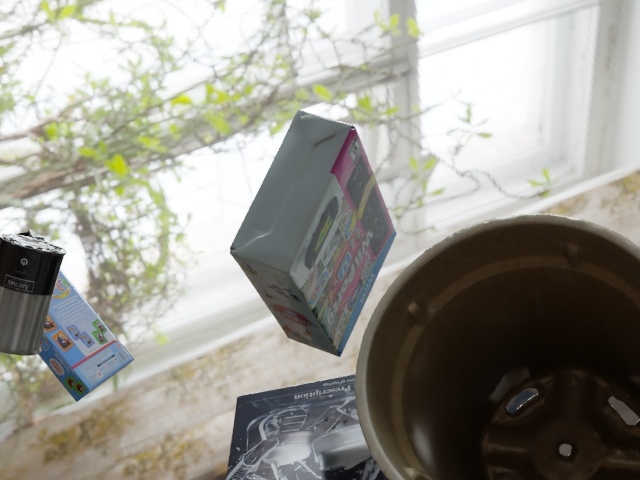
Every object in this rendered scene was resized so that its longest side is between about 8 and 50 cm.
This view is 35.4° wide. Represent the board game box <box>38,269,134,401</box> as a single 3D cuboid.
[{"bbox_3d":[-0.415,0.147,1.640,0.211,0.039,0.160,52,20,1],"label":"board game box"}]

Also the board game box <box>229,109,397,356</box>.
[{"bbox_3d":[0.000,0.000,1.393,0.097,0.224,0.303,18,-20,21],"label":"board game box"}]

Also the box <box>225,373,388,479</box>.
[{"bbox_3d":[0.048,0.356,1.486,0.312,0.343,0.179,-91,168,-63],"label":"box"}]

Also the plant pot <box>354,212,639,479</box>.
[{"bbox_3d":[0.243,0.190,1.085,0.334,0.334,0.305,61,5,36],"label":"plant pot"}]

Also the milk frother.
[{"bbox_3d":[-0.386,0.058,1.272,0.143,0.129,0.135,-11,119,-80],"label":"milk frother"}]
